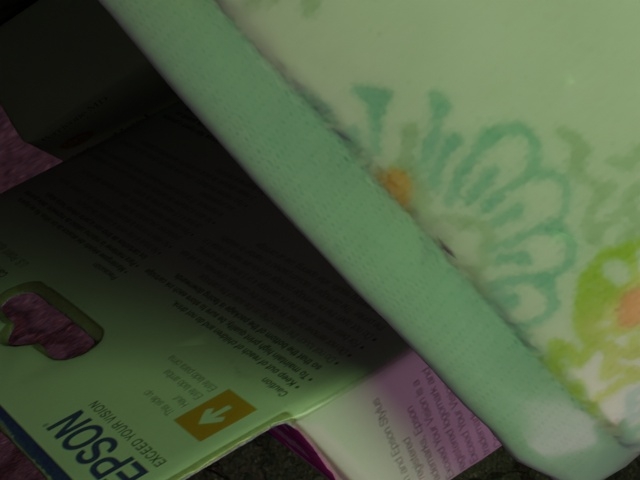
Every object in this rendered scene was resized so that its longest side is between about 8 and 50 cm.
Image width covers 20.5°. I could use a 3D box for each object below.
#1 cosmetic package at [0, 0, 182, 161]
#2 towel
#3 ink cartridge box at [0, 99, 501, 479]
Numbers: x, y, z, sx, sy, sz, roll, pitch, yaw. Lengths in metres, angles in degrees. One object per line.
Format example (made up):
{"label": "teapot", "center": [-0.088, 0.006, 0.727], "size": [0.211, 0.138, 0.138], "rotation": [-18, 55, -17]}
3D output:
{"label": "cosmetic package", "center": [-0.045, -0.126, 0.861], "size": [0.239, 0.060, 0.099], "rotation": [-33, 168, 5]}
{"label": "towel", "center": [0.087, -0.139, 0.470], "size": [0.320, 0.374, 0.090], "rotation": [-36, -157, 16]}
{"label": "ink cartridge box", "center": [0.000, 0.000, 0.747], "size": [0.330, 0.071, 0.324], "rotation": [-31, -154, -18]}
